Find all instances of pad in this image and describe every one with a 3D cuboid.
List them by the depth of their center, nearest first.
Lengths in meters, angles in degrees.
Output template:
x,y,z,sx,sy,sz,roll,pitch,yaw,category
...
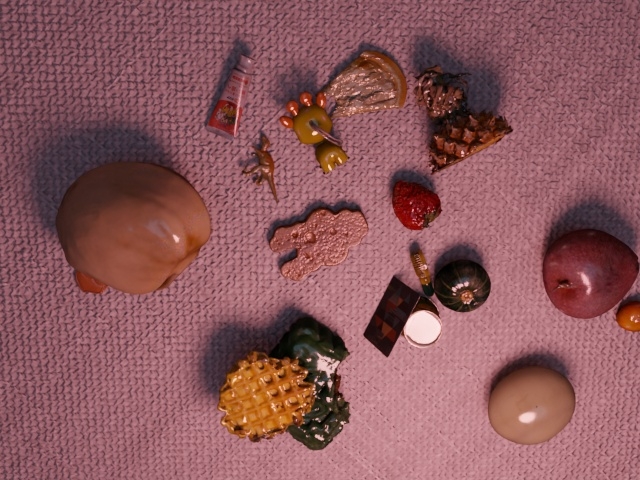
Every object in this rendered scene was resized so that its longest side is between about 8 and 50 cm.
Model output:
x,y,z,sx,sy,sz,roll,pitch,yaw,category
0.209,0.225,1.800,0.003,0.143,0.212,20,100,-35,pad

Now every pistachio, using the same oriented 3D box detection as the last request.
x,y,z,sx,sy,sz,roll,pitch,yaw,category
-0.508,-0.033,1.651,0.445,0.281,0.366,-2,97,15,pistachio

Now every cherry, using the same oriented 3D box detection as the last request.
x,y,z,sx,sy,sz,roll,pitch,yaw,category
0.784,0.088,1.762,0.307,0.221,0.261,-17,110,-13,cherry

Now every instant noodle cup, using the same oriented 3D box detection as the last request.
x,y,z,sx,sy,sz,roll,pitch,yaw,category
0.299,0.247,1.811,0.151,0.122,0.152,0,98,-3,instant noodle cup

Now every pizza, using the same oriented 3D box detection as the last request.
x,y,z,sx,sy,sz,roll,pitch,yaw,category
0.113,-0.437,1.716,0.261,0.034,0.181,-17,102,0,pizza

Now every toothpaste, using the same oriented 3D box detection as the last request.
x,y,z,sx,sy,sz,roll,pitch,yaw,category
-0.244,-0.403,1.699,0.089,0.057,0.234,21,107,-8,toothpaste

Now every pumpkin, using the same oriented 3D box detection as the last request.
x,y,z,sx,sy,sz,roll,pitch,yaw,category
0.420,0.136,1.794,0.167,0.125,0.167,-5,113,-12,pumpkin

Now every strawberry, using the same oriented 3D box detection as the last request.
x,y,z,sx,sy,sz,roll,pitch,yaw,category
0.271,-0.100,1.753,0.148,0.131,0.131,33,98,22,strawberry

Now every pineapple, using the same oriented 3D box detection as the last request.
x,y,z,sx,sy,sz,roll,pitch,yaw,category
0.359,-0.357,1.669,0.262,0.262,0.272,-28,88,2,pineapple

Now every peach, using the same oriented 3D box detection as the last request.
x,y,z,sx,sy,sz,roll,pitch,yaw,category
0.964,0.232,1.859,0.100,0.101,0.101,-1,101,-3,peach

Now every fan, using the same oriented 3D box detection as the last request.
x,y,z,sx,sy,sz,roll,pitch,yaw,category
0.307,0.103,1.811,0.039,0.082,0.155,-19,112,6,fan

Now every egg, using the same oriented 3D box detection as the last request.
x,y,z,sx,sy,sz,roll,pitch,yaw,category
0.637,0.497,1.830,0.269,0.219,0.219,-24,101,6,egg

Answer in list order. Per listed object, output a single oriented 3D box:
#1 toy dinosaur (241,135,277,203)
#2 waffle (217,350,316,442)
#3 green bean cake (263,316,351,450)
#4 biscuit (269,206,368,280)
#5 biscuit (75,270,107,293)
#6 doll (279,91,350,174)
x,y,z,sx,sy,sz,roll,pitch,yaw,category
-0.146,-0.206,1.745,0.162,0.039,0.126,40,95,-11,toy dinosaur
-0.154,0.444,1.694,0.262,0.060,0.281,21,99,2,waffle
-0.027,0.427,1.804,0.300,0.169,0.308,37,96,-7,green bean cake
0.000,-0.001,1.789,0.295,0.044,0.186,-20,104,2,biscuit
-0.663,0.101,1.784,0.130,0.019,0.102,-42,99,6,biscuit
-0.015,-0.303,1.683,0.142,0.135,0.221,-29,113,5,doll
